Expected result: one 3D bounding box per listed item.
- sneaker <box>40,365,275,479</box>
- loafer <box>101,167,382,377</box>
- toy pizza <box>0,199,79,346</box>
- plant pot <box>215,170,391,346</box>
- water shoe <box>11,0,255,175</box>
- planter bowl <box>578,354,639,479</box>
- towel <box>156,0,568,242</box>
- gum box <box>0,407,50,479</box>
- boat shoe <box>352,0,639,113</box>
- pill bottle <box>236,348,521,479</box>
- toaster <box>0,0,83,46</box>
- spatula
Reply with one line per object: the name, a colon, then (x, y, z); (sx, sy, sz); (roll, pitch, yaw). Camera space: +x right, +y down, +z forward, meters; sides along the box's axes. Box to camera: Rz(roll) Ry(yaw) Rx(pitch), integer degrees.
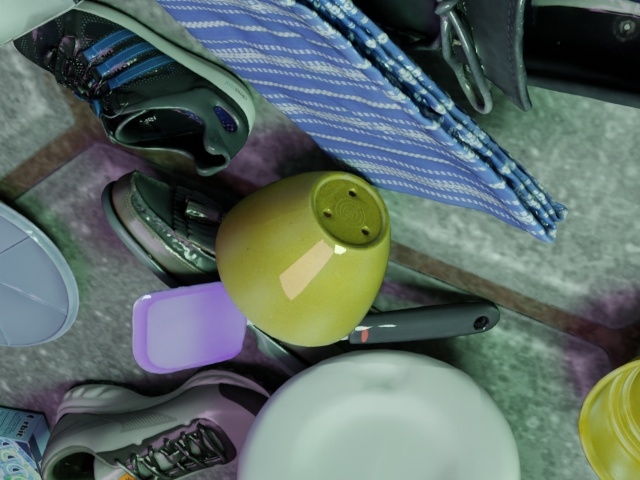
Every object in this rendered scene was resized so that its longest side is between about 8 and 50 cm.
sneaker: (-0.138, 0.186, 1.746); (0.271, 0.108, 0.100); (-10, 126, 32)
loafer: (-0.055, 0.019, 1.560); (0.084, 0.096, 0.267); (-38, 119, 24)
toy pizza: (-0.303, 0.017, 1.705); (0.201, 0.032, 0.201); (14, 139, 13)
plant pot: (0.000, 0.000, 1.459); (0.134, 0.134, 0.095); (33, 141, -9)
water shoe: (-0.149, -0.118, 1.453); (0.203, 0.080, 0.073); (22, 138, 4)
planter bowl: (0.315, 0.132, 1.481); (0.217, 0.090, 0.217); (14, 138, 13)
towel: (-0.007, -0.111, 1.304); (0.336, 0.040, 0.243); (40, 166, -36)
gum box: (-0.349, 0.224, 1.934); (0.184, 0.041, 0.157); (8, 136, 20)
boat shoe: (0.118, -0.178, 1.209); (0.500, 0.156, 0.187); (12, 139, 16)
pill bottle: (0.063, 0.282, 1.639); (0.224, 0.224, 0.392); (11, 147, 15)
toaster: (-0.263, -0.229, 1.322); (0.168, 0.110, 0.185); (40, 163, 54)
spatula: (-0.001, 0.067, 1.528); (0.296, 0.030, 0.084); (0, 125, -8)
